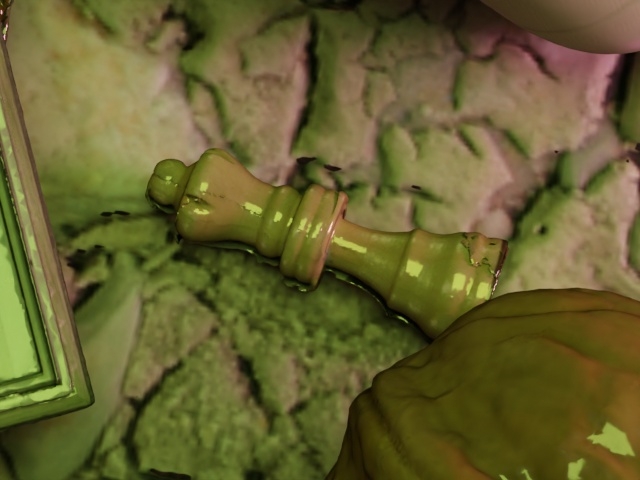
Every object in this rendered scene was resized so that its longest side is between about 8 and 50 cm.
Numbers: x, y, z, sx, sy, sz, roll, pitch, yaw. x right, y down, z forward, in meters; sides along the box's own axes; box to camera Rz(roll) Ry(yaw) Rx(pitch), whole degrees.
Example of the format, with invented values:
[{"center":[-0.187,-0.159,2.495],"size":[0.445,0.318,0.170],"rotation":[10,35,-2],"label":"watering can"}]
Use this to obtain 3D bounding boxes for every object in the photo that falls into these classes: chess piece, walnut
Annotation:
[{"center":[0.000,0.000,0.772],"size":[0.172,0.060,0.060],"rotation":[19,71,4],"label":"chess piece"},{"center":[0.101,0.131,0.660],"size":[0.228,0.228,0.228],"rotation":[2,72,-5],"label":"walnut"}]

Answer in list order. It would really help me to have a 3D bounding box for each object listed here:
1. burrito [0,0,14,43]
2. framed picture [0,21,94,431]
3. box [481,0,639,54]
[{"center":[-0.279,-0.031,0.732],"size":[0.348,0.107,0.175],"rotation":[-16,89,-8],"label":"burrito"},{"center":[-0.228,-0.035,0.679],"size":[0.217,0.017,0.274],"rotation":[-16,84,-7],"label":"framed picture"},{"center":[0.076,-0.260,0.744],"size":[0.349,0.141,0.289],"rotation":[23,63,-43],"label":"box"}]
